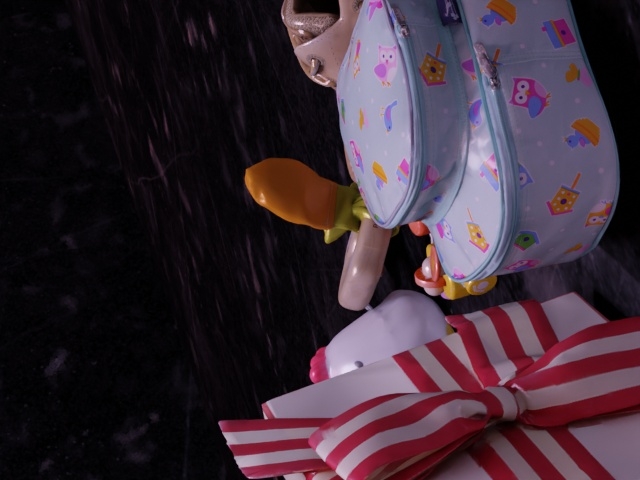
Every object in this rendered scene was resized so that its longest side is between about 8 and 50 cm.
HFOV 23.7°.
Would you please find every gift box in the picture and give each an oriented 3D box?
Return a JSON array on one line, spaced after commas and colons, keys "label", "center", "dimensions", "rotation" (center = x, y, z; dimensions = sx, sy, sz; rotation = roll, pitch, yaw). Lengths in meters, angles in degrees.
[{"label": "gift box", "center": [0.101, 0.183, 0.925], "dimensions": [0.276, 0.255, 0.258], "rotation": [42, 148, 57]}]

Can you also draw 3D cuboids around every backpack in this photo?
[{"label": "backpack", "center": [0.094, -0.070, 0.908], "dimensions": [0.166, 0.144, 0.188], "rotation": [116, 134, -64]}]

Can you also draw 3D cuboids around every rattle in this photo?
[{"label": "rattle", "center": [0.000, 0.000, 1.373], "dimensions": [0.200, 0.143, 0.130], "rotation": [140, 129, -83]}]

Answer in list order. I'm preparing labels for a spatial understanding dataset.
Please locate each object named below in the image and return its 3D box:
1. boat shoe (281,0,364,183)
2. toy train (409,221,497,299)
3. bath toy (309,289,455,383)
[{"label": "boat shoe", "center": [0.023, -0.172, 1.128], "dimensions": [0.121, 0.110, 0.341], "rotation": [-118, 19, -47]}, {"label": "toy train", "center": [0.089, -0.010, 1.211], "dimensions": [0.166, 0.046, 0.125], "rotation": [173, 81, -78]}, {"label": "bath toy", "center": [0.063, 0.205, 1.402], "dimensions": [0.151, 0.129, 0.348], "rotation": [-120, 20, -50]}]
